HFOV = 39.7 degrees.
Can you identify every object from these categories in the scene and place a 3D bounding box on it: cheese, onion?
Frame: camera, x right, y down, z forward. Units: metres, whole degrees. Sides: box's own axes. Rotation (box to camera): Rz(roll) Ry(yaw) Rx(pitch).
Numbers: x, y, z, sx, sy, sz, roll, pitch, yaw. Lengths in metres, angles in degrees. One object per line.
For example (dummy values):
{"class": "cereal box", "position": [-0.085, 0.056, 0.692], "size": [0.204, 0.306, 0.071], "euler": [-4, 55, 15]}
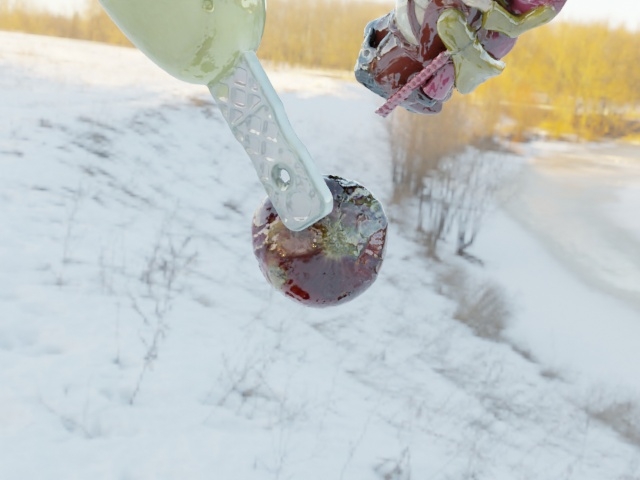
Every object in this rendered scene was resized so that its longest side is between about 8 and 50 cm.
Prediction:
{"class": "cheese", "position": [-0.063, -0.124, 0.537], "size": [0.127, 0.255, 0.050], "euler": [-33, -3, 41]}
{"class": "onion", "position": [0.000, 0.000, 0.679], "size": [0.107, 0.107, 0.097], "euler": [4, -23, -8]}

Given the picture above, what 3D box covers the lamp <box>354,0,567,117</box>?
{"class": "lamp", "position": [0.127, -0.194, 0.718], "size": [0.118, 0.118, 0.253], "euler": [1, -18, -28]}
